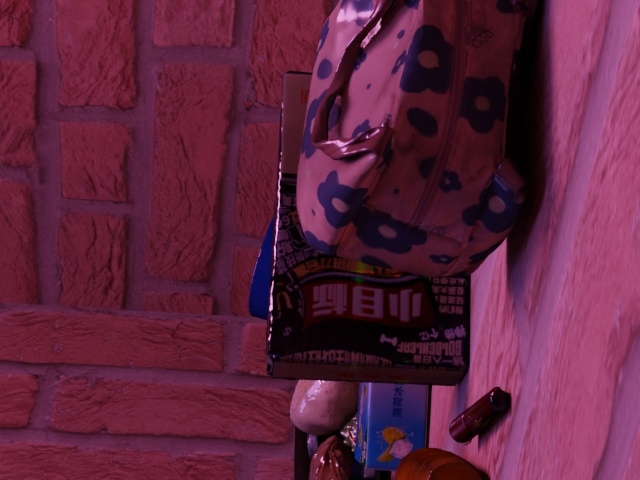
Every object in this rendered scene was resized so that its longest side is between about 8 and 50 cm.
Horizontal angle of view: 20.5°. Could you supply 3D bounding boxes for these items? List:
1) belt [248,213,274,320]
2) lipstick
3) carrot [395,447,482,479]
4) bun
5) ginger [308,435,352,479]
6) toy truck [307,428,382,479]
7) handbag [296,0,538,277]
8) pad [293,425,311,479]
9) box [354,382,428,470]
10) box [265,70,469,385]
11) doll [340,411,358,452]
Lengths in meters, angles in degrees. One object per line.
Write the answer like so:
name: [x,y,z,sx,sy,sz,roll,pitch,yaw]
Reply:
belt: [0.000,0.000,2.521,0.347,0.117,0.212,-55,-22,-60]
lipstick: [0.140,0.153,1.552,0.176,0.027,0.027,110,163,-74]
carrot: [0.110,0.228,1.658,0.225,0.067,0.067,141,132,-83]
bun: [0.033,0.185,2.362,0.183,0.102,0.183,-155,90,-86]
ginger: [0.040,0.356,2.201,0.290,0.084,0.122,-123,22,-53]
toy truck: [0.042,0.327,2.418,0.257,0.108,0.140,-88,-10,-52]
handbag: [0.088,-0.114,1.477,0.193,0.190,0.251,131,149,-67]
pad: [0.019,0.335,2.508,0.266,0.002,0.176,52,-150,-48]
box: [0.085,0.166,2.057,0.139,0.073,0.194,139,134,-86]
box: [0.049,-0.013,1.795,0.084,0.198,0.310,105,168,-70]
doll: [0.067,0.225,2.277,0.078,0.076,0.113,-74,-8,-62]
